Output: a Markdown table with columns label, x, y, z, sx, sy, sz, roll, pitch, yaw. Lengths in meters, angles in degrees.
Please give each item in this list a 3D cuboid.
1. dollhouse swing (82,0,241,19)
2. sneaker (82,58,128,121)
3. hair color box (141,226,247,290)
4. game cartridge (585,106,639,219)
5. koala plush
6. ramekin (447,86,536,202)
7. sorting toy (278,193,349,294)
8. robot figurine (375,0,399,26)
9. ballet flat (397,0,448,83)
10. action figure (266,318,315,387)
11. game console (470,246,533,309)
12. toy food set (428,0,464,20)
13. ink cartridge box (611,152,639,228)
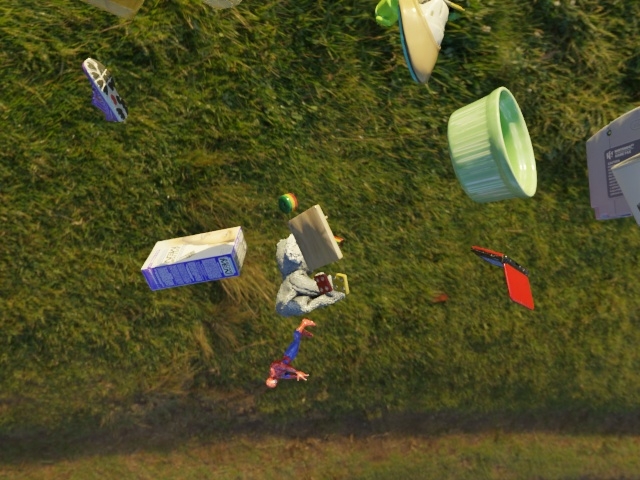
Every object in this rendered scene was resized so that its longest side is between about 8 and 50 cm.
| label | x | y | z | sx | sy | sz | roll | pitch | yaw |
| --- | --- | --- | --- | --- | --- | --- | --- | --- | --- |
| dollhouse swing | -0.267 | -0.603 | 0.989 | 0.304 | 0.316 | 0.346 | 30 | 136 | -29 |
| sneaker | -0.555 | -0.370 | 1.195 | 0.071 | 0.068 | 0.170 | -4 | 135 | 10 |
| hair color box | -0.451 | 0.064 | 1.727 | 0.338 | 0.185 | 0.110 | -9 | 121 | 7 |
| game cartridge | 0.614 | -0.152 | 0.854 | 0.060 | 0.294 | 0.196 | -4 | 86 | -15 |
| koala plush | -0.062 | 0.090 | 1.381 | 0.203 | 0.196 | 0.222 | -21 | 93 | -13 |
| ramekin | 0.473 | -0.249 | 1.312 | 0.148 | 0.304 | 0.303 | -14 | 131 | 37 |
| sorting toy | 0.000 | 0.000 | 1.121 | 0.046 | 0.132 | 0.275 | -24 | 89 | -36 |
| robot figurine | 0.189 | -0.617 | 1.262 | 0.067 | 0.115 | 0.101 | 41 | 73 | -15 |
| ballet flat | 0.139 | -0.335 | 0.662 | 0.073 | 0.233 | 0.080 | -17 | 166 | 28 |
| action figure | -0.069 | 0.388 | 1.546 | 0.138 | 0.280 | 0.092 | 23 | 129 | 18 |
| game console | 0.394 | 0.082 | 1.028 | 0.144 | 0.124 | 0.085 | 23 | 87 | -46 |
| toy food set | 0.373 | -0.730 | 1.503 | 0.128 | 0.217 | 0.071 | 36 | 121 | 16 |
| ink cartridge box | 0.499 | -0.034 | 0.592 | 0.158 | 0.092 | 0.218 | -23 | 87 | -4 |
